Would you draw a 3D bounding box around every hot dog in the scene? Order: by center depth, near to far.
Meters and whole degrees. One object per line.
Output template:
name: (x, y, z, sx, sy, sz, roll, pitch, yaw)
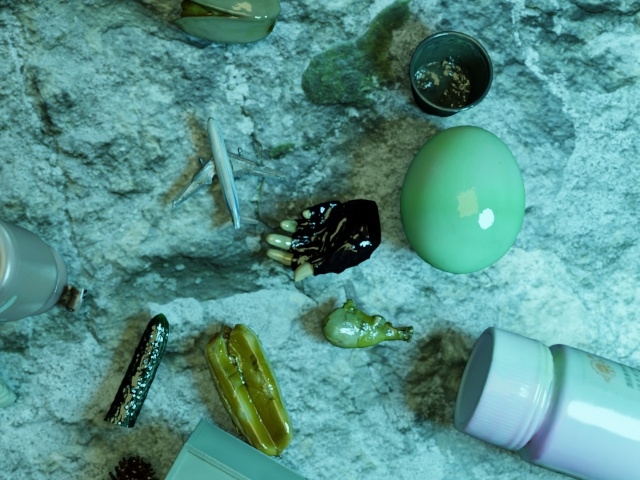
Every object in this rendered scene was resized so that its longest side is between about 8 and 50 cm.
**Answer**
hot dog: (-0.127, 0.274, 1.392, 0.109, 0.072, 0.269, -24, 83, -3)

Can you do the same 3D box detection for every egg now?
egg: (0.254, -0.074, 1.372, 0.221, 0.220, 0.269, 13, 78, 0)

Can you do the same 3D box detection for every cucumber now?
cucumber: (-0.326, 0.233, 1.397, 0.052, 0.058, 0.214, 14, 78, 34)

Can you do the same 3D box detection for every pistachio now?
pistachio: (-0.178, -0.435, 1.446, 0.206, 0.131, 0.129, 0, 110, -4)

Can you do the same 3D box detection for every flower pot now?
flower pot: (0.239, -0.303, 1.459, 0.158, 0.107, 0.157, 0, 80, -3)

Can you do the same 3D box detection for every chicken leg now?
chicken leg: (0.088, 0.158, 1.420, 0.178, 0.070, 0.093, 8, 77, -8)

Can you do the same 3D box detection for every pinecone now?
pinecone: (-0.337, 0.439, 1.358, 0.102, 0.102, 0.109, 31, 55, 2)

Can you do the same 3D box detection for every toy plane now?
toy plane: (-0.180, -0.124, 1.446, 0.226, 0.058, 0.226, -14, 80, 0)

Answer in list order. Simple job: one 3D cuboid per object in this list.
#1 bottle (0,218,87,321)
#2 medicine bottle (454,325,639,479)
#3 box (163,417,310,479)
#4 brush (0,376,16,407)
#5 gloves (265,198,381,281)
bottle: (-0.525, 0.062, 1.292, 0.207, 0.297, 0.173, 21, 82, 5)
medicine bottle: (0.447, 0.302, 1.335, 0.389, 0.219, 0.219, 18, 83, 1)
box: (-0.168, 0.467, 1.316, 0.225, 0.117, 0.225, 30, 101, 1)
brush: (-0.684, 0.239, 1.340, 0.267, 0.174, 0.166, 36, 70, 18)
gloves: (0.000, 0.000, 1.412, 0.204, 0.124, 0.164, -11, 52, 21)
